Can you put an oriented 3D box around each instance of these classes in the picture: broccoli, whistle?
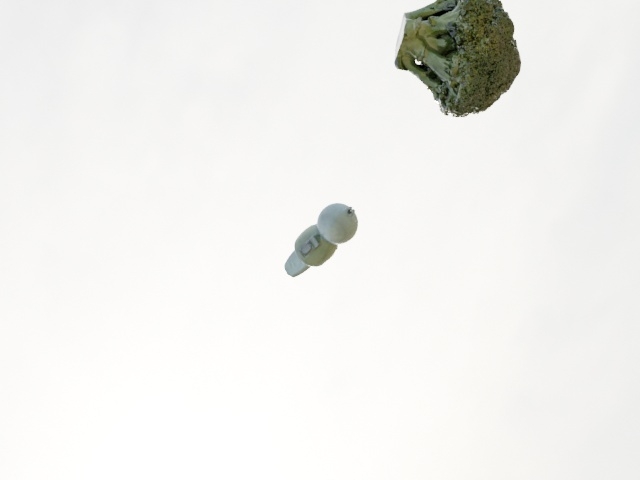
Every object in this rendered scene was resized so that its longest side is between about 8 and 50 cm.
[{"bbox_3d":[0.154,-0.214,1.640,0.146,0.138,0.162,172,110,-83],"label":"broccoli"},{"bbox_3d":[0.000,0.000,1.245,0.035,0.035,0.100,-31,-10,-48],"label":"whistle"}]
